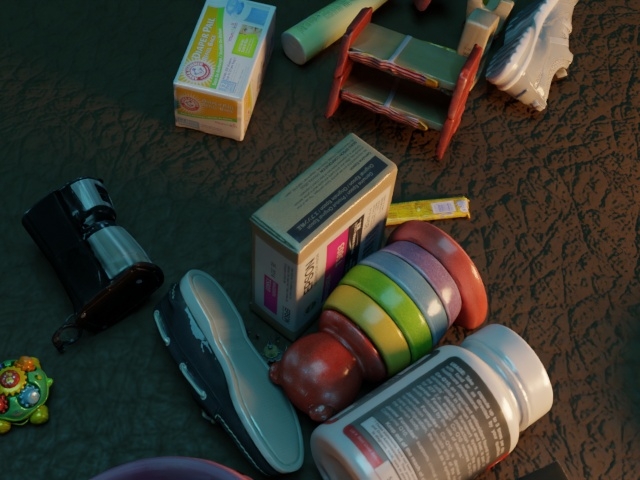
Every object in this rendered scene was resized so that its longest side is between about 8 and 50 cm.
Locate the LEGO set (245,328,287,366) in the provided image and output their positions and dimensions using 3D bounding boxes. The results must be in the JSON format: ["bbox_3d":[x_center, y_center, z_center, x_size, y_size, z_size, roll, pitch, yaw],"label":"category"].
[{"bbox_3d":[-0.076,0.151,1.441,0.054,0.023,0.083,-33,53,-25],"label":"LEGO set"}]

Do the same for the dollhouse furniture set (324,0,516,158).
[{"bbox_3d":[0.174,-0.314,1.706,0.201,0.152,0.374,22,41,10],"label":"dollhouse furniture set"}]

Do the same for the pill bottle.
[{"bbox_3d":[0.143,0.233,1.322,0.283,0.161,0.161,-30,65,-21],"label":"pill bottle"}]

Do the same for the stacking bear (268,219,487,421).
[{"bbox_3d":[0.066,0.119,1.398,0.289,0.164,0.175,-41,69,-21],"label":"stacking bear"}]

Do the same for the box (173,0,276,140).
[{"bbox_3d":[-0.148,-0.273,1.651,0.114,0.103,0.203,13,57,3],"label":"box"}]

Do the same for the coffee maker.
[{"bbox_3d":[-0.330,0.024,1.438,0.171,0.120,0.178,-29,64,-20],"label":"coffee maker"}]

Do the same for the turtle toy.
[{"bbox_3d":[-0.409,0.193,1.355,0.130,0.066,0.095,-13,60,-13],"label":"turtle toy"}]

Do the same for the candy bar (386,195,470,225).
[{"bbox_3d":[0.149,-0.043,1.582,0.161,0.018,0.040,-6,62,-9],"label":"candy bar"}]

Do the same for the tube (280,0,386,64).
[{"bbox_3d":[0.040,-0.376,1.758,0.070,0.062,0.240,42,63,17],"label":"tube"}]

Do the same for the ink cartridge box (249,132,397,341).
[{"bbox_3d":[0.000,0.000,1.413,0.088,0.235,0.193,38,63,19],"label":"ink cartridge box"}]

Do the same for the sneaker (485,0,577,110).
[{"bbox_3d":[0.367,-0.319,1.750,0.115,0.105,0.281,43,57,-13],"label":"sneaker"}]

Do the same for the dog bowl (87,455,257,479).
[{"bbox_3d":[-0.171,0.411,1.117,0.407,0.150,0.408,-8,48,9],"label":"dog bowl"}]

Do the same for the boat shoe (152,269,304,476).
[{"bbox_3d":[-0.123,0.183,1.376,0.091,0.114,0.303,-40,61,22],"label":"boat shoe"}]

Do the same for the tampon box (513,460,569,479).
[{"bbox_3d":[0.229,0.357,1.273,0.161,0.120,0.101,-18,62,-16],"label":"tampon box"}]
